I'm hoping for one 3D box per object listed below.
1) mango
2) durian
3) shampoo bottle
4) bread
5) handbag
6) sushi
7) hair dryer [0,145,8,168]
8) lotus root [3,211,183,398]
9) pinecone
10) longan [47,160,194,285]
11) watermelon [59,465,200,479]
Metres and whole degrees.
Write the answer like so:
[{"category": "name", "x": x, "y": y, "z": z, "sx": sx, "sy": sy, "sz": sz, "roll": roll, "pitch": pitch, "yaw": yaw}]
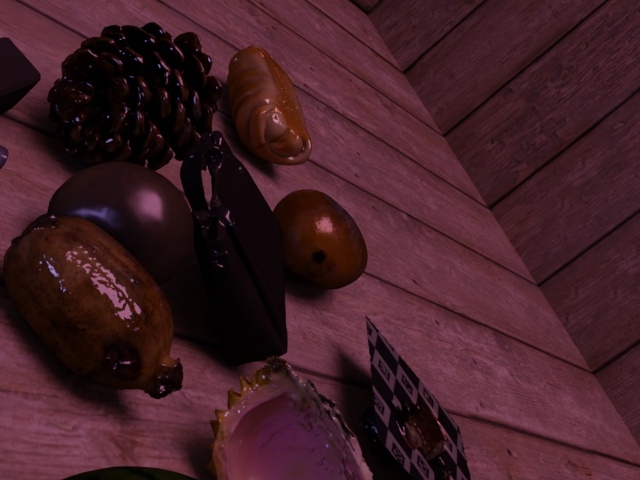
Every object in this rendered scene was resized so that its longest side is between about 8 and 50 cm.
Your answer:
[{"category": "mango", "x": 0.000, "y": 0.000, "z": 1.943, "sx": 0.193, "sy": 0.146, "sz": 0.316, "roll": 53, "pitch": 6, "yaw": 5}, {"category": "durian", "x": -0.023, "y": 0.287, "z": 1.362, "sx": 0.305, "sy": 0.185, "sz": 0.195, "roll": 52, "pitch": 0, "yaw": -9}, {"category": "shampoo bottle", "x": -0.448, "y": -0.206, "z": 1.411, "sx": 0.079, "sy": 0.080, "sz": 0.246, "roll": 49, "pitch": 20, "yaw": -7}, {"category": "bread", "x": -0.114, "y": -0.273, "z": 2.200, "sx": 0.173, "sy": 0.121, "sz": 0.311, "roll": 41, "pitch": 21, "yaw": -35}, {"category": "handbag", "x": -0.126, "y": 0.006, "z": 1.549, "sx": 0.285, "sy": 0.113, "sz": 0.257, "roll": -95, "pitch": 170, "yaw": -50}, {"category": "sushi", "x": 0.142, "y": 0.332, "z": 1.768, "sx": 0.320, "sy": 0.069, "sz": 0.339, "roll": 51, "pitch": 17, "yaw": -25}, {"category": "hair dryer", "x": -0.422, "y": -0.084, "z": 1.323, "sx": 0.063, "sy": 0.037, "sz": 0.114, "roll": 31, "pitch": 34, "yaw": -39}, {"category": "lotus root", "x": -0.252, "y": 0.081, "z": 1.238, "sx": 0.260, "sy": 0.128, "sz": 0.145, "roll": 50, "pitch": 46, "yaw": -4}, {"category": "pinecone", "x": -0.278, "y": -0.206, "z": 1.586, "sx": 0.272, "sy": 0.224, "sz": 0.224, "roll": -21, "pitch": 71, "yaw": -49}, {"category": "longan", "x": -0.253, "y": -0.016, "z": 1.366, "sx": 0.187, "sy": 0.167, "sz": 0.167, "roll": 15, "pitch": 29, "yaw": -11}, {"category": "watermelon", "x": -0.119, "y": 0.328, "z": 0.933, "sx": 0.331, "sy": 0.189, "sz": 0.330, "roll": 39, "pitch": 36, "yaw": -36}]
